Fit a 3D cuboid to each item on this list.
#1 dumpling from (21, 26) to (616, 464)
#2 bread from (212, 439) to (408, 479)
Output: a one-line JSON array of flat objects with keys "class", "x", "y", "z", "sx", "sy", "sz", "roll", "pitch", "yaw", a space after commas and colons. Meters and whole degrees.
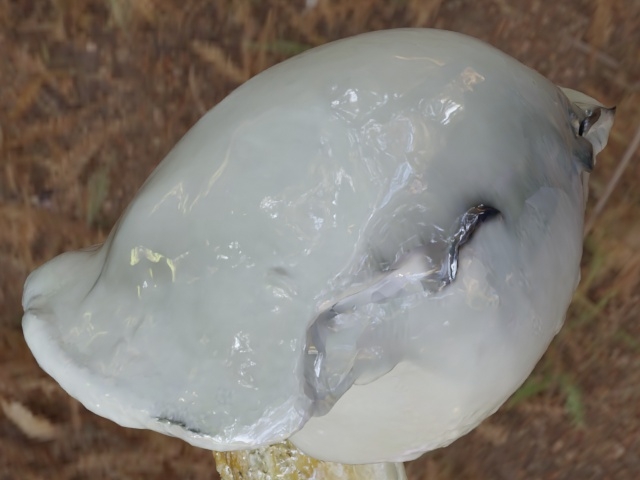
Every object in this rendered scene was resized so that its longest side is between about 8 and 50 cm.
[{"class": "dumpling", "x": 0.000, "y": 0.006, "z": 0.781, "sx": 0.227, "sy": 0.243, "sz": 0.175, "roll": -8, "pitch": 79, "yaw": 38}, {"class": "bread", "x": -0.014, "y": 0.231, "z": 1.832, "sx": 0.159, "sy": 0.305, "sz": 0.305, "roll": -15, "pitch": 74, "yaw": -11}]
